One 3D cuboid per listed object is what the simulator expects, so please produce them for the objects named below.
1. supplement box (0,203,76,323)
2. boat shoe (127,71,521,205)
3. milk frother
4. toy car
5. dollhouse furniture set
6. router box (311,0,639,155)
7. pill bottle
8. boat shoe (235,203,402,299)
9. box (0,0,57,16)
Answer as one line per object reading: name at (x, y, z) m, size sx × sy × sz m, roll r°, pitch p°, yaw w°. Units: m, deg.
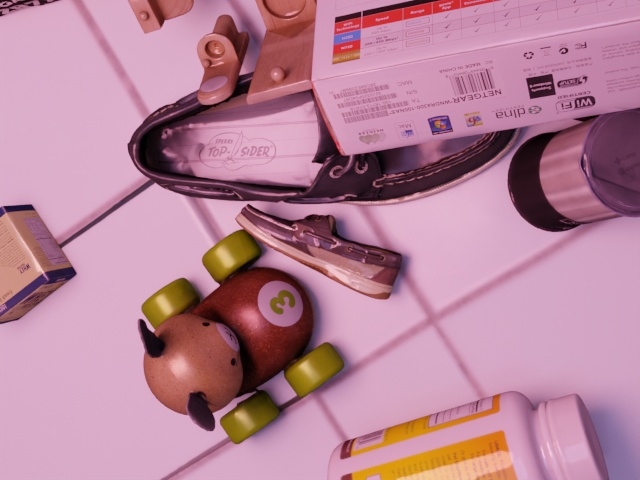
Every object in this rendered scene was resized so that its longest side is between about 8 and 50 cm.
supplement box at (-0.294, 0.023, 1.054) m, size 0.083 × 0.056 × 0.083 m, roll -36°, pitch 84°, yaw 15°
boat shoe at (-0.005, -0.091, 0.938) m, size 0.340 × 0.113 × 0.127 m, roll 1°, pitch 94°, yaw 15°
milk frother at (0.218, -0.088, 0.866) m, size 0.129 × 0.135 × 0.143 m, roll -21°, pitch 91°, yaw -15°
toy car at (-0.090, 0.092, 0.936) m, size 0.149 × 0.188 × 0.155 m, roll -38°, pitch 84°, yaw 15°
dollhouse furniture set at (-0.090, -0.198, 0.896) m, size 0.144 × 0.123 × 0.151 m, roll -13°, pitch 125°, yaw 16°
router box at (0.169, -0.224, 0.809) m, size 0.335 × 0.082 × 0.301 m, roll -8°, pitch 52°, yaw 16°
pill bottle at (0.122, 0.197, 0.923) m, size 0.215 × 0.117 × 0.117 m, roll -20°, pitch 89°, yaw 16°
boat shoe at (0.000, 0.000, 0.978) m, size 0.152 × 0.056 × 0.049 m, roll 26°, pitch 96°, yaw 2°
box at (-0.228, -0.388, 0.997) m, size 0.257 × 0.079 × 0.322 m, roll -10°, pitch 91°, yaw 14°
